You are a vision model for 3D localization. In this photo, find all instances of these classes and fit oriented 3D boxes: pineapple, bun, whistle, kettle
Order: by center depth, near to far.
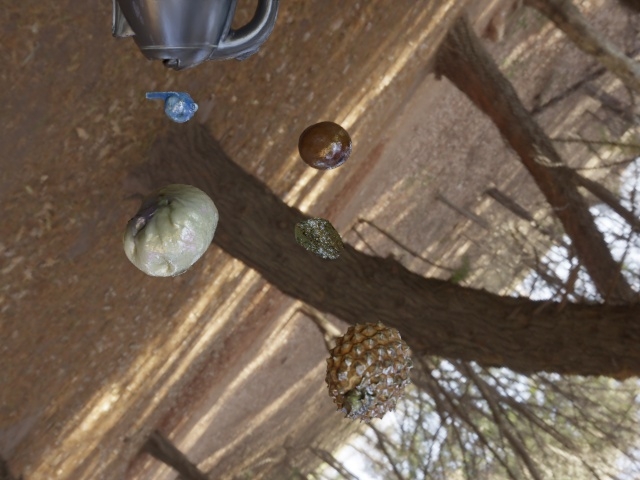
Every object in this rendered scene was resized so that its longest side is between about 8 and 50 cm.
[{"bbox_3d":[-0.192,-0.410,0.945,0.207,0.268,0.290,-149,-126,-66],"label":"kettle"},{"bbox_3d":[0.078,0.238,1.075,0.166,0.166,0.193,-55,176,32],"label":"pineapple"},{"bbox_3d":[-0.388,-0.040,1.579,0.273,0.273,0.168,-52,133,-16],"label":"bun"},{"bbox_3d":[-0.400,-0.365,1.694,0.090,0.158,0.090,-18,110,-62],"label":"whistle"}]

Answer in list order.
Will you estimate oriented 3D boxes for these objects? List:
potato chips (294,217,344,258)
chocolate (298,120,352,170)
[{"bbox_3d":[0.000,0.000,1.384,0.209,0.142,0.026,11,-122,51],"label":"potato chips"},{"bbox_3d":[0.023,-0.282,1.888,0.176,0.177,0.177,-52,176,-5],"label":"chocolate"}]
